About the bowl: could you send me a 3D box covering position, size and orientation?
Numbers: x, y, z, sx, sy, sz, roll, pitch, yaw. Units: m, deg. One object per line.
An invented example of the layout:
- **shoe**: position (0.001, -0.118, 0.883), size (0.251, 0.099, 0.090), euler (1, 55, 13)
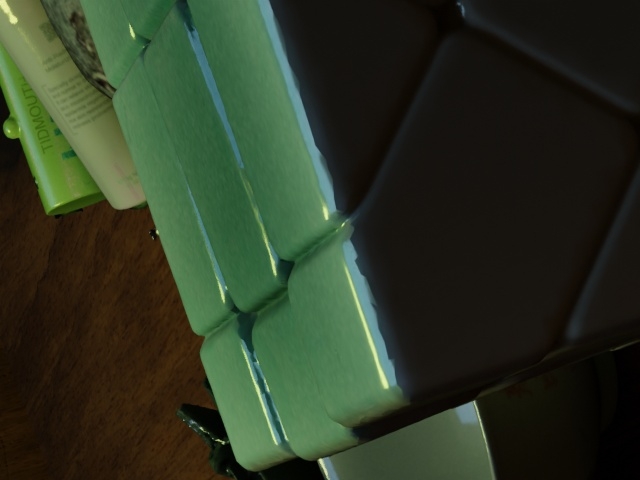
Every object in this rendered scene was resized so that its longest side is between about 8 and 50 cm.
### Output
- **bowl**: position (0.102, 0.091, 1.374), size (0.345, 0.157, 0.345), euler (54, 155, 41)

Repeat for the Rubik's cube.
- **Rubik's cube**: position (0.083, -0.086, 1.028), size (0.316, 0.318, 0.322), euler (139, 113, -70)

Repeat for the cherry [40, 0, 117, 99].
- **cherry**: position (-0.118, -0.232, 1.608), size (0.296, 0.218, 0.255), euler (-22, 82, 57)

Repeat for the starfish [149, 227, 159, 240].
- **starfish**: position (-0.093, 0.016, 1.741), size (0.231, 0.048, 0.295), euler (42, 157, 54)

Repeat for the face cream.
- **face cream**: position (-0.265, -0.196, 2.052), size (0.345, 0.102, 0.102), euler (59, 165, -18)

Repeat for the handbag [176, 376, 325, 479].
- **handbag**: position (0.024, 0.223, 1.588), size (0.079, 0.260, 0.247), euler (-46, 55, 21)

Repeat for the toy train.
- **toy train**: position (-0.273, -0.142, 2.189), size (0.253, 0.157, 0.105), euler (69, 161, 6)
